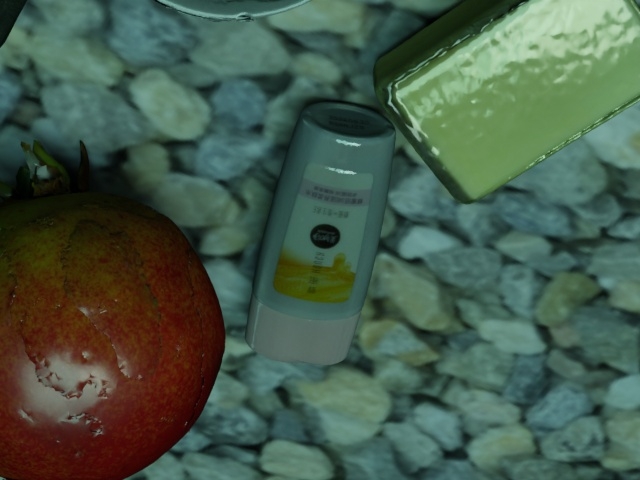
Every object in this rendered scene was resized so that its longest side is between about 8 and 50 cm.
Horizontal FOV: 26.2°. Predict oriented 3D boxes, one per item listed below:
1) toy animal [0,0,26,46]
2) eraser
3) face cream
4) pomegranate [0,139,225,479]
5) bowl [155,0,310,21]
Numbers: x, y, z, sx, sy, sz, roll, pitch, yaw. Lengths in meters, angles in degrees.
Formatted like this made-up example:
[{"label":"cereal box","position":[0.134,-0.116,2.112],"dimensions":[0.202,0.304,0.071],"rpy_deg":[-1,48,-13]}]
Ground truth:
[{"label":"toy animal","position":[-0.246,-0.145,0.839],"dimensions":[0.082,0.137,0.269],"rpy_deg":[37,154,-26]},{"label":"eraser","position":[0.133,-0.115,0.919],"dimensions":[0.172,0.058,0.117],"rpy_deg":[-33,119,17]},{"label":"face cream","position":[0.000,0.000,0.984],"dimensions":[0.084,0.057,0.198],"rpy_deg":[7,121,-7]},{"label":"pomegranate","position":[-0.175,0.054,0.932],"dimensions":[0.210,0.210,0.235],"rpy_deg":[-24,81,11]},{"label":"bowl","position":[-0.052,-0.232,0.816],"dimensions":[0.189,0.086,0.189],"rpy_deg":[-1,121,-2]}]
